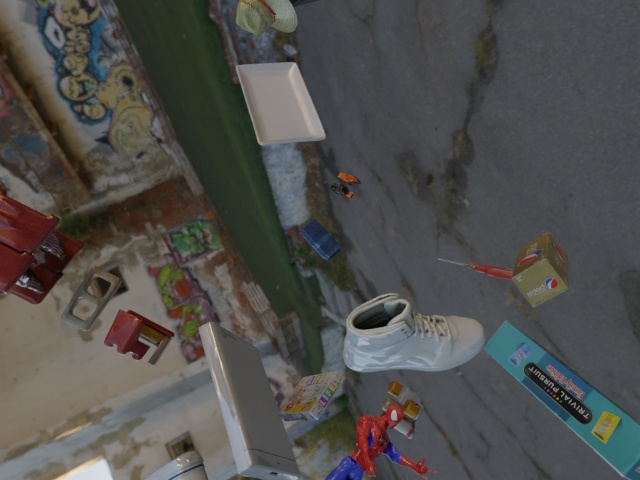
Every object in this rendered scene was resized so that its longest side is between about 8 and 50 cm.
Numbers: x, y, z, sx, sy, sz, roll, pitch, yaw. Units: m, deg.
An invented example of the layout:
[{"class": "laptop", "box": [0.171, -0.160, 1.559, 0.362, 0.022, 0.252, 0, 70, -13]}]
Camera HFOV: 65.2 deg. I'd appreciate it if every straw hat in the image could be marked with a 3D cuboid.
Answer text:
[{"class": "straw hat", "box": [-0.108, -0.376, 0.829, 0.145, 0.061, 0.144, 36, 174, 5]}]

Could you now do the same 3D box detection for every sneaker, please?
[{"class": "sneaker", "box": [-0.295, 0.458, 0.838, 0.091, 0.258, 0.094, 58, -167, 27]}, {"class": "sneaker", "box": [0.190, 0.175, 0.965, 0.169, 0.293, 0.108, 87, 173, -50]}]

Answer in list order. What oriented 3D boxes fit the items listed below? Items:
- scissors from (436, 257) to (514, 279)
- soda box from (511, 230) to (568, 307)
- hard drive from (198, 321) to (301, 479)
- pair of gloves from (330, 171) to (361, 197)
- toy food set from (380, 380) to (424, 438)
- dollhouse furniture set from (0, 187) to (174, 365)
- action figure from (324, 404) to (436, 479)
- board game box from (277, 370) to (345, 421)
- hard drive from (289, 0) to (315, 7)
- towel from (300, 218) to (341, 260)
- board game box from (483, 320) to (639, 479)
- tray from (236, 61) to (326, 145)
[{"class": "scissors", "box": [0.401, 0.068, 1.292, 0.297, 0.109, 0.021, 11, 102, 46]}, {"class": "soda box", "box": [0.363, 0.042, 0.821, 0.058, 0.061, 0.181, 54, -151, 4]}, {"class": "hard drive", "box": [-0.167, 0.378, 1.176, 0.233, 0.047, 0.352, 50, -171, -52]}, {"class": "pair of gloves", "box": [0.074, -0.162, 1.462, 0.074, 0.083, 0.010, 24, 149, 15]}, {"class": "toy food set", "box": [0.236, 0.463, 1.337, 0.105, 0.111, 0.232, 34, 172, -2]}, {"class": "dollhouse furniture set", "box": [-0.436, 0.082, 0.926, 0.374, 0.152, 0.201, 29, 162, -7]}, {"class": "action figure", "box": [0.066, 0.391, 0.796, 0.091, 0.280, 0.139, 51, 159, -27]}, {"class": "board game box", "box": [-0.022, 0.331, 1.057, 0.026, 0.103, 0.154, 46, 145, -7]}, {"class": "hard drive", "box": [0.014, -0.468, 0.924, 0.094, 0.135, 0.022, 6, 121, 56]}, {"class": "towel", "box": [0.000, 0.000, 1.441, 0.119, 0.067, 0.029, 47, 148, 7]}, {"class": "board game box", "box": [0.494, 0.309, 0.915, 0.254, 0.079, 0.336, 33, -173, -28]}, {"class": "tray", "box": [-0.092, -0.299, 1.100, 0.030, 0.145, 0.270, 103, 154, -52]}]
